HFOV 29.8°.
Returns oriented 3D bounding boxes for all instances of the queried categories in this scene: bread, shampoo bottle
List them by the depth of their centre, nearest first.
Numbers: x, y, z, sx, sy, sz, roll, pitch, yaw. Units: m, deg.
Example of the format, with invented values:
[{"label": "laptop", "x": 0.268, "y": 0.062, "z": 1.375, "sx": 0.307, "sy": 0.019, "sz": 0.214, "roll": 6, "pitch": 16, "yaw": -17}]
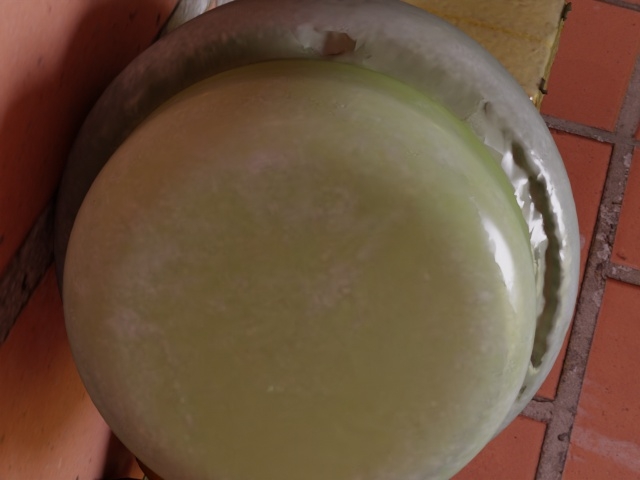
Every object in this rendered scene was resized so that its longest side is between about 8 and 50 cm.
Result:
[{"label": "shampoo bottle", "x": 0.000, "y": 0.000, "z": 0.771, "sx": 0.317, "sy": 0.322, "sz": 0.322, "roll": -66, "pitch": 170, "yaw": -70}, {"label": "bread", "x": 0.156, "y": -0.198, "z": 1.570, "sx": 0.279, "sy": 0.279, "sz": 0.207, "roll": 98, "pitch": 10, "yaw": -58}]

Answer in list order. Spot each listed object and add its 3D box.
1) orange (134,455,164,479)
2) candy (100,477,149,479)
[{"label": "orange", "x": -0.068, "y": 0.134, "z": 1.072, "sx": 0.249, "sy": 0.183, "sz": 0.249, "roll": -165, "pitch": -90, "yaw": -80}, {"label": "candy", "x": -0.172, "y": 0.226, "z": 1.025, "sx": 0.182, "sy": 0.046, "sz": 0.053, "roll": 71, "pitch": 33, "yaw": -84}]
